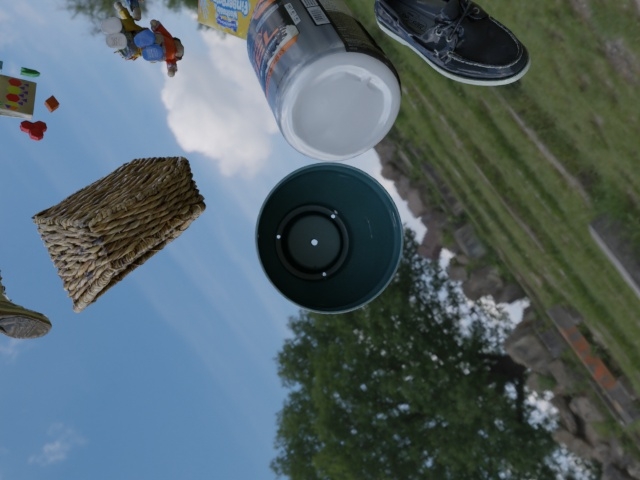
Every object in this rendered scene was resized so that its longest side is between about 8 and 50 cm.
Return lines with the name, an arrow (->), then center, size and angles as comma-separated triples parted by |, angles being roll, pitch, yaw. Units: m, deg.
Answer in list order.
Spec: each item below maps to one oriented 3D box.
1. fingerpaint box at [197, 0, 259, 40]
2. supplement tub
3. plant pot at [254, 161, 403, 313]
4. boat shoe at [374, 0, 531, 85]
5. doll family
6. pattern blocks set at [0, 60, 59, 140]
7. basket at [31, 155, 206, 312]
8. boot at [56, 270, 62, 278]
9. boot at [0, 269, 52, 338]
fingerpaint box -> -0.132, -0.689, 1.649 | 0.163, 0.371, 0.445 | -7, -152, -34
supplement tub -> -0.009, -0.285, 1.065 | 0.193, 0.194, 0.316 | 39, -161, -40
plant pot -> 0.000, 0.000, 1.363 | 0.293, 0.293, 0.196 | 51, 168, -5
boat shoe -> 0.223, -0.393, 1.188 | 0.340, 0.127, 0.113 | 44, 177, 31
doll family -> -0.313, -0.390, 1.084 | 0.163, 0.118, 0.262 | -68, -34, -75
pattern blocks set -> -0.997, -0.461, 2.135 | 0.286, 0.026, 0.324 | 16, -135, -22
basket -> -0.361, -0.012, 1.312 | 0.299, 0.214, 0.223 | -45, -52, -47
boot -> -0.630, 0.064, 1.740 | 0.099, 0.121, 0.045 | -45, -61, -33
boot -> -0.724, 0.137, 1.509 | 0.213, 0.077, 0.165 | 20, -155, -37
